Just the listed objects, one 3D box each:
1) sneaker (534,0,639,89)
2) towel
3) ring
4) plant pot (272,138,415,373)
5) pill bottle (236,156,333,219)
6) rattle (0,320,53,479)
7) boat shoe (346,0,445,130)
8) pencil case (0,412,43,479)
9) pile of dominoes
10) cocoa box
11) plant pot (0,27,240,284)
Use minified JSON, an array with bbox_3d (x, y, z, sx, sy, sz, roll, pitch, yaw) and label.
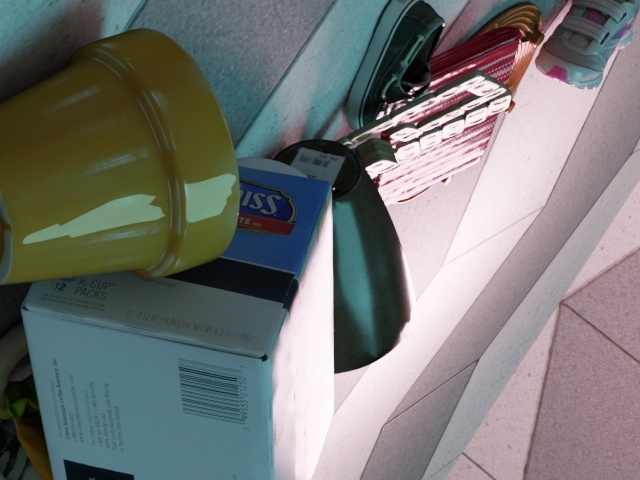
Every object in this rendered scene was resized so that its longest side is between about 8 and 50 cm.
[{"bbox_3d":[0.385,-0.306,2.568,0.252,0.103,0.111,-51,159,-47],"label":"sneaker"},{"bbox_3d":[0.152,-0.155,2.310,0.199,0.031,0.275,-25,153,-22],"label":"towel"},{"bbox_3d":[0.203,-0.180,2.478,0.336,0.032,0.336,-45,161,-20],"label":"ring"},{"bbox_3d":[0.000,0.000,2.089,0.215,0.215,0.230,-41,146,-29],"label":"plant pot"},{"bbox_3d":[-0.101,0.075,1.957,0.188,0.188,0.334,-35,157,-43],"label":"pill bottle"},{"bbox_3d":[-0.240,0.123,1.797,0.199,0.143,0.130,-39,138,-13],"label":"rattle"},{"bbox_3d":[0.089,-0.190,2.091,0.078,0.070,0.219,-39,160,-35],"label":"boat shoe"},{"bbox_3d":[-0.304,0.327,2.005,0.183,0.160,0.410,-55,170,-40],"label":"pencil case"},{"bbox_3d":[0.117,-0.119,2.163,0.251,0.040,0.196,-26,166,21],"label":"pile of dominoes"},{"bbox_3d":[-0.121,0.119,1.705,0.347,0.231,0.228,89,16,-45],"label":"cocoa box"},{"bbox_3d":[-0.199,-0.051,1.464,0.188,0.205,0.205,-21,149,-31],"label":"plant pot"}]
